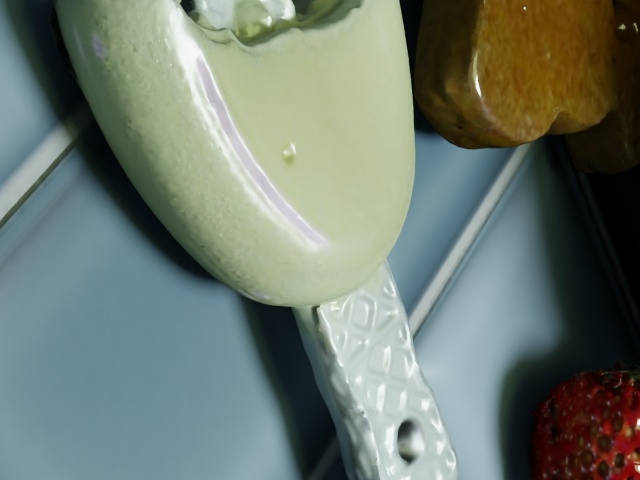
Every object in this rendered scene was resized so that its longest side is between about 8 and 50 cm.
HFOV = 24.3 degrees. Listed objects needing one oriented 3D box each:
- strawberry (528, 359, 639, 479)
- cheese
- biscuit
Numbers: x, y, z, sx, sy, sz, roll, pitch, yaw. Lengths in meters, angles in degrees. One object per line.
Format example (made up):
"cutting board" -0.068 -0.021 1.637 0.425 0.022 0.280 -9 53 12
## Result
"strawberry" 0.129 0.098 0.635 0.083 0.083 0.096 -15 107 -51
"cheese" -0.001 0.000 0.484 0.127 0.050 0.235 -43 122 -43
"biscuit" 0.107 -0.178 0.619 0.278 0.043 0.301 -26 112 -48
